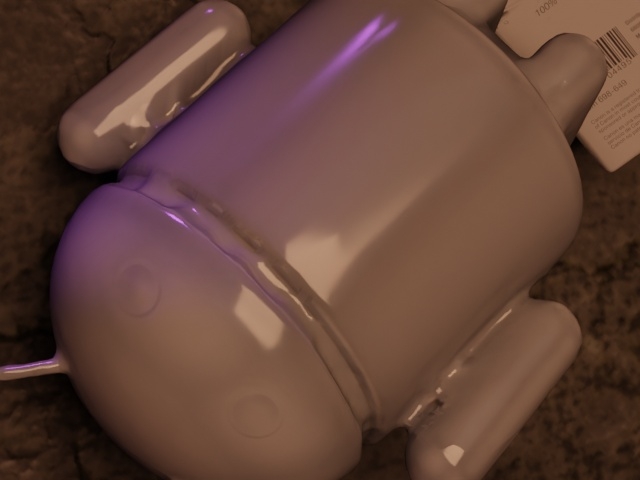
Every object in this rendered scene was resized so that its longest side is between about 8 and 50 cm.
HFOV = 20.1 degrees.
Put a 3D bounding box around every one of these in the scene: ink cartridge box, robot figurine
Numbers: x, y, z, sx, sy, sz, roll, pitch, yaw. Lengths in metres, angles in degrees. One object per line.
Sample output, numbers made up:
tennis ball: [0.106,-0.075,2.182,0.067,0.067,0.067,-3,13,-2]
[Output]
ink cartridge box: [0.166,-0.177,1.070,0.158,0.092,0.218,-36,105,19]
robot figurine: [0.000,0.000,0.968,0.300,0.200,0.353,42,70,15]
